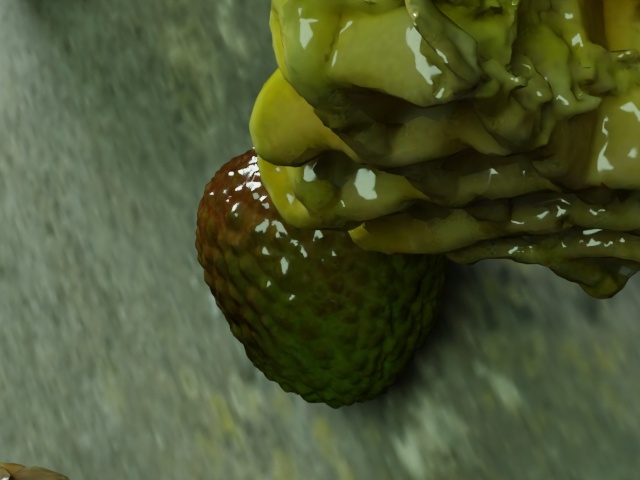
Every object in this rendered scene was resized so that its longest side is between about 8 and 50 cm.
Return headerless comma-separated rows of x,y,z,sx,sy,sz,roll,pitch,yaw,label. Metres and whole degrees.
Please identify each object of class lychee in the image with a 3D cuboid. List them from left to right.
0.000,0.000,0.646,0.114,0.114,0.146,-4,95,24,lychee

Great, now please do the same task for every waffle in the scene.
0.139,-0.074,0.501,0.324,0.261,0.151,4,76,5,waffle

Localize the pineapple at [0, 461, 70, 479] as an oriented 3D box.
-0.071,0.259,0.577,0.357,0.223,0.223,35,93,19,pineapple
